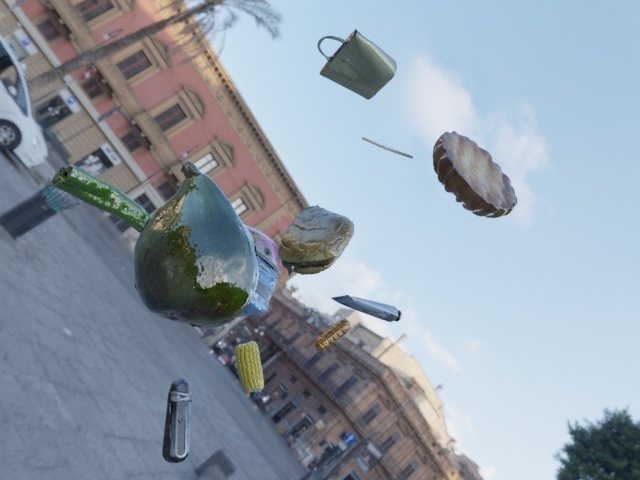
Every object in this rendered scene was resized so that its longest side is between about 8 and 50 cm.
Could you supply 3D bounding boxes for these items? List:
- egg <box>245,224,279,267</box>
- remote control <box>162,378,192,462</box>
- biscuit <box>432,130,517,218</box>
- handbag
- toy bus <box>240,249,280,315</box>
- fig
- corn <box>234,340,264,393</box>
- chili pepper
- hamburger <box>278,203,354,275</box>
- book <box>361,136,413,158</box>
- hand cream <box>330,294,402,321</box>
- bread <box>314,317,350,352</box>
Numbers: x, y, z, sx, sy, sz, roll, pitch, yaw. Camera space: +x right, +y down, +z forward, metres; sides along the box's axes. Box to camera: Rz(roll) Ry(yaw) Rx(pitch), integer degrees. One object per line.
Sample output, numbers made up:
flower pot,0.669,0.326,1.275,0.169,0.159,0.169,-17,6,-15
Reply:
egg,-0.254,0.047,1.439,0.271,0.196,0.196,12,1,-24
remote control,-0.467,0.597,1.598,0.066,0.265,0.090,-14,-21,41
biscuit,0.471,-0.196,1.502,0.325,0.326,0.107,50,-53,5
handbag,0.128,-0.694,1.891,0.316,0.109,0.241,19,-37,-30
toy bus,-0.214,0.104,1.047,0.234,0.133,0.116,-14,-43,33
fig,-0.184,0.006,0.726,0.195,0.195,0.244,21,-75,62
corn,-0.239,0.428,1.625,0.063,0.085,0.165,127,-52,-68
chili pepper,-0.476,-0.071,1.192,0.359,0.085,0.076,38,32,-42
hamburger,0.000,0.000,1.651,0.211,0.309,0.132,16,-44,31
book,0.223,-0.313,1.617,0.118,0.012,0.172,14,16,-25
hand cream,0.163,0.223,1.612,0.271,0.058,0.091,22,-22,-33
bread,0.043,0.338,1.720,0.052,0.157,0.044,60,-22,-15
